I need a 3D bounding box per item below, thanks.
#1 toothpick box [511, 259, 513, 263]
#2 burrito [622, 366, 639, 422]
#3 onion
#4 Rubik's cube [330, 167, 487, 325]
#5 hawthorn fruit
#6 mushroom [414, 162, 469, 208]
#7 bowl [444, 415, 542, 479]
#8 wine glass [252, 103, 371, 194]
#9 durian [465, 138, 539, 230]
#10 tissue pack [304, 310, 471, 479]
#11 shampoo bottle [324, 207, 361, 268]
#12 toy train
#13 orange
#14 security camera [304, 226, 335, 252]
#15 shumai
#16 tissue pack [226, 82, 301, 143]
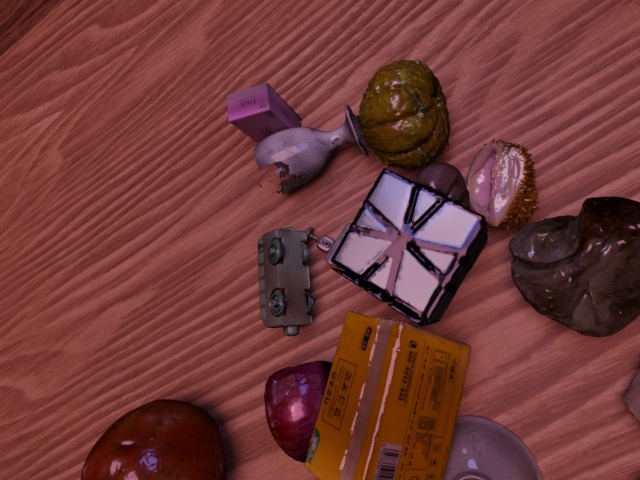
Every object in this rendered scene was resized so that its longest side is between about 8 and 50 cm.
[{"bbox_3d":[0.540,0.079,1.065,0.052,0.052,0.083,-31,70,13],"label":"toothpick box"},{"bbox_3d":[0.781,0.323,0.902,0.143,0.105,0.300,26,88,19],"label":"burrito"},{"bbox_3d":[-0.028,0.470,1.110,0.272,0.256,0.231,-36,52,35],"label":"onion"},{"bbox_3d":[0.237,0.027,1.066,0.288,0.283,0.294,33,96,22],"label":"Rubik's cube"},{"bbox_3d":[-0.493,0.663,1.172,0.402,0.402,0.404,-4,79,20],"label":"hawthorn fruit"},{"bbox_3d":[0.334,-0.147,1.114,0.141,0.188,0.117,13,83,36],"label":"mushroom"},{"bbox_3d":[0.372,0.598,0.983,0.312,0.146,0.314,-4,79,19],"label":"bowl"},{"bbox_3d":[-0.033,-0.280,1.281,0.356,0.190,0.191,-22,73,14],"label":"wine glass"},{"bbox_3d":[0.486,-0.145,1.089,0.137,0.183,0.250,2,81,-11],"label":"durian"},{"bbox_3d":[0.168,0.390,0.984,0.228,0.293,0.383,3,73,56],"label":"tissue pack"},{"bbox_3d":[0.083,-0.010,1.253,0.056,0.056,0.195,34,94,23],"label":"shampoo bottle"},{"bbox_3d":[-0.111,0.124,1.244,0.159,0.129,0.327,-20,71,52],"label":"toy train"},{"bbox_3d":[0.225,-0.348,1.133,0.223,0.300,0.302,-9,54,33],"label":"orange"},{"bbox_3d":[0.000,0.000,1.289,0.092,0.058,0.058,22,88,15],"label":"security camera"},{"bbox_3d":[0.612,0.042,0.904,0.308,0.263,0.304,-13,66,0],"label":"shumai"},{"bbox_3d":[-0.173,-0.386,1.319,0.148,0.246,0.093,-10,78,20],"label":"tissue pack"}]
